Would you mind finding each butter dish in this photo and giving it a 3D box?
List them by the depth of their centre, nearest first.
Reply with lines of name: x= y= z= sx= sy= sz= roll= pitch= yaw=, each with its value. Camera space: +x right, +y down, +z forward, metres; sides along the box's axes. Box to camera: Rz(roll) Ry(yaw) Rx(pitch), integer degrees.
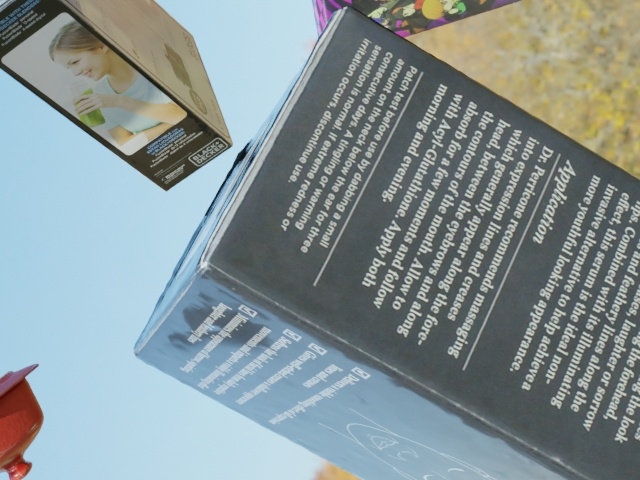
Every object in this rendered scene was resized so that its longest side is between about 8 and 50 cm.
butter dish: x=-0.407 y=0.251 z=1.663 sx=0.160 sy=0.118 sz=0.160 roll=-33 pitch=7 yaw=47

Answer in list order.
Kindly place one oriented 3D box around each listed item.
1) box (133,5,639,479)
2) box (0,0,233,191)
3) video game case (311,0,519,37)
box: x=0.100 y=0.063 z=0.966 sx=0.212 sy=0.395 sz=0.293 roll=-63 pitch=7 yaw=-21
box: x=-0.211 y=-0.186 z=1.212 sx=0.290 sy=0.087 sz=0.169 roll=40 pitch=-157 yaw=-51
video game case: x=0.084 y=-0.264 z=0.975 sx=0.042 sy=0.210 sz=0.232 roll=-117 pitch=13 yaw=-47
